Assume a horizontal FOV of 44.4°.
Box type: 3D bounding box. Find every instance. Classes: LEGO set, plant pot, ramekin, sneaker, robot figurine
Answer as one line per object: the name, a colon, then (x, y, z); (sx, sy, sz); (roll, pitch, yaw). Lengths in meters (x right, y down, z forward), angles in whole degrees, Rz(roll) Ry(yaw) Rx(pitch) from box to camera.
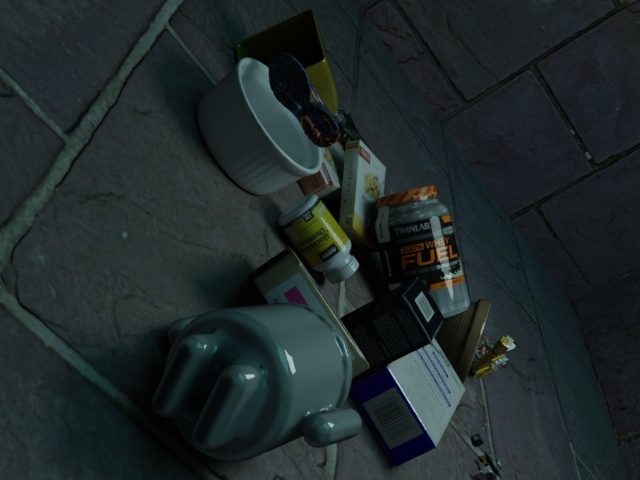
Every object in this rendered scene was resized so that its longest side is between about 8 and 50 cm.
LEGO set: (0.433, 0.603, 1.927); (0.244, 0.060, 0.182); (60, 10, 0)
plant pot: (-0.065, -0.399, 1.932); (0.187, 0.212, 0.212); (55, 18, -48)
plant pot: (0.346, 0.249, 2.006); (0.109, 0.237, 0.237); (21, 20, 10)
LEGO set: (0.463, 0.308, 2.222); (0.107, 0.132, 0.287); (62, -1, 21)
ramekin: (-0.130, -0.228, 1.636); (0.277, 0.135, 0.277); (45, 26, -30)
sneaker: (0.071, -0.285, 2.203); (0.227, 0.087, 0.130); (51, 16, -33)
sneaker: (-0.040, -0.295, 1.652); (0.221, 0.083, 0.087); (59, 8, -14)
robot figurine: (-0.081, 0.191, 1.113); (0.300, 0.200, 0.353); (36, 14, 23)

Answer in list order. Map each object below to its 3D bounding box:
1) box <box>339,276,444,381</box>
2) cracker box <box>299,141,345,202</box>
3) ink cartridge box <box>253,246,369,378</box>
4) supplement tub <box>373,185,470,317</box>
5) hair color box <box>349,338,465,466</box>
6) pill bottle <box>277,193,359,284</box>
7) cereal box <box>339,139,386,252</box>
box: (0.121, 0.178, 1.554); (0.108, 0.207, 0.153); (59, 23, 0)
cracker box: (0.009, -0.183, 1.966); (0.232, 0.067, 0.156); (3, 60, -63)
ink cartridge box: (-0.021, 0.133, 1.381); (0.235, 0.088, 0.193); (57, -2, -4)
supplement tub: (0.242, 0.034, 1.922); (0.193, 0.193, 0.316); (-14, 90, -67)
hair color box: (0.192, 0.315, 1.666); (0.185, 0.110, 0.339); (59, 23, 3)
pill bottle: (0.000, 0.000, 1.662); (0.184, 0.103, 0.103); (53, 23, -14)
cereal box: (0.107, -0.108, 1.965); (0.173, 0.047, 0.240); (37, 54, -56)
